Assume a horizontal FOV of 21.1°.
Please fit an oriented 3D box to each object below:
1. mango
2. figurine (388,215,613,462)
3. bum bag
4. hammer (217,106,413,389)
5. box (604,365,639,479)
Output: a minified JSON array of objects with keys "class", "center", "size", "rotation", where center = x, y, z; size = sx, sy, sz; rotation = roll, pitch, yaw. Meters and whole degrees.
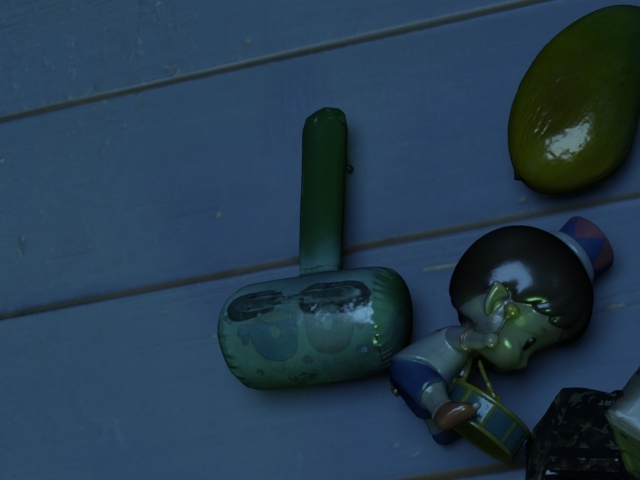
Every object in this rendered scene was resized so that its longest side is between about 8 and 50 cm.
[{"class":"mango","center":[0.279,-0.155,1.849],"size":[0.137,0.091,0.237],"rotation":[11,64,18]},{"class":"figurine","center":[0.192,0.085,1.740],"size":[0.158,0.161,0.275],"rotation":[34,82,6]},{"class":"bum bag","center":[0.320,0.194,1.683],"size":[0.248,0.069,0.102],"rotation":[0,83,22]},{"class":"hammer","center":[0.000,0.000,1.874],"size":[0.206,0.119,0.335],"rotation":[-7,58,16]},{"class":"box","center":[0.395,0.179,1.466],"size":[0.225,0.297,0.190],"rotation":[34,81,27]}]
